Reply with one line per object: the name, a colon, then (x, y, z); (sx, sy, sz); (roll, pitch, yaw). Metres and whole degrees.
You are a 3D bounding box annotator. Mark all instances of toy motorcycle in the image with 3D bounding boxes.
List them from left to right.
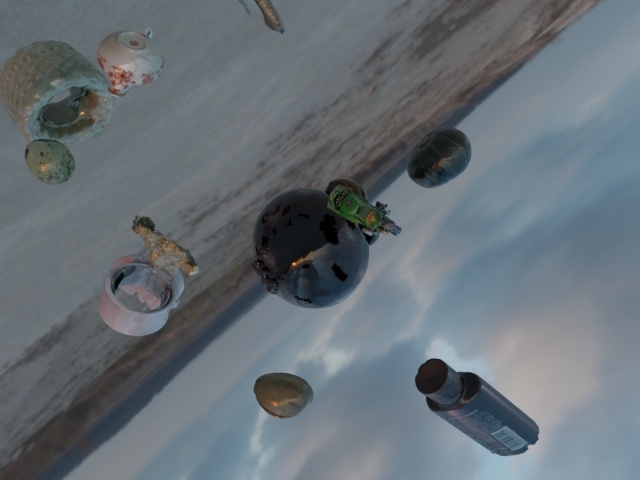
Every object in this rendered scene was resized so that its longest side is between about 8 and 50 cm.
toy motorcycle: (0.079, -0.063, 1.187); (0.106, 0.190, 0.074); (23, 98, -49)

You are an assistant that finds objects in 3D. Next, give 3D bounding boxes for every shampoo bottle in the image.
shampoo bottle: (0.307, 0.334, 1.159); (0.129, 0.323, 0.084); (-28, -142, 33)

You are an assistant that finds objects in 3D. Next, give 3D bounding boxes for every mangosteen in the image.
mangosteen: (0.000, 0.000, 1.416); (0.347, 0.307, 0.307); (-35, 178, -21)

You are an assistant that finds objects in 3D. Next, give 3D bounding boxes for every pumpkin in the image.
pumpkin: (0.290, -0.202, 1.419); (0.167, 0.125, 0.167); (-54, -175, 7)

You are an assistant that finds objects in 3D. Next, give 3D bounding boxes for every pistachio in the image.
pistachio: (-0.094, 0.382, 1.444); (0.113, 0.149, 0.113); (23, 90, -88)

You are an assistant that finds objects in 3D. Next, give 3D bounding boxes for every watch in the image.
watch: (-0.549, 0.162, 1.710); (0.196, 0.244, 0.231); (-62, 175, 38)

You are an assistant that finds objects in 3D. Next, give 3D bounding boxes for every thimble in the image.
thimble: (-0.773, -0.426, 1.727); (0.291, 0.195, 0.291); (-36, 159, -16)

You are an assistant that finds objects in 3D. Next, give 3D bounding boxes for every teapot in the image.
teapot: (-0.473, -0.470, 1.473); (0.116, 0.159, 0.245); (104, 5, -46)

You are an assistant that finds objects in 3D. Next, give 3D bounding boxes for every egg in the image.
egg: (-0.540, -0.160, 1.159); (0.085, 0.110, 0.085); (-38, 157, -19)

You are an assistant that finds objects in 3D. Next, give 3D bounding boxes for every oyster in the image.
oyster: (-0.358, 0.021, 1.333); (0.081, 0.191, 0.163); (-56, 154, -19)

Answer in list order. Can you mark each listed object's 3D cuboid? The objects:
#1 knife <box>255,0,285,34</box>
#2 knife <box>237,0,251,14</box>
knife: (-0.171, -0.493, 0.953); (0.043, 0.365, 0.089); (-30, -162, 22)
knife: (-0.233, -0.596, 1.274); (0.034, 0.063, 0.260); (-26, 148, 18)
